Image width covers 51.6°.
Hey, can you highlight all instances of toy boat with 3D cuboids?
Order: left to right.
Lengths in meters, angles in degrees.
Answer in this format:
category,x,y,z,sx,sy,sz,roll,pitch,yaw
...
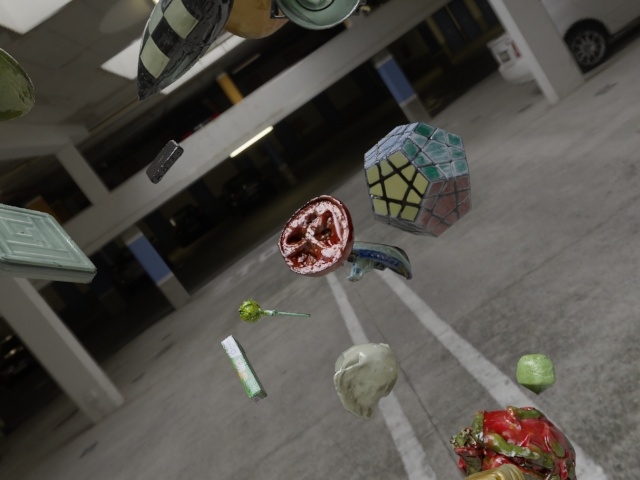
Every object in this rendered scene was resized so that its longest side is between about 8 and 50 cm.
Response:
category,x,y,z,sx,sy,sz,roll,pitch,yaw
toy boat,0.157,0.071,1.960,0.261,0.115,0.114,8,-11,-20

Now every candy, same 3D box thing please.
category,x,y,z,sx,sy,sz,roll,pitch,yaw
candy,-0.119,0.188,1.721,0.193,0.062,0.058,2,30,13

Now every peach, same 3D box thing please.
category,x,y,z,sx,sy,sz,roll,pitch,yaw
peach,-0.182,-0.706,1.761,0.372,0.372,0.290,-13,60,63

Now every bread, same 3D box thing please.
category,x,y,z,sx,sy,sz,roll,pitch,yaw
bread,0.328,0.489,1.286,0.119,0.084,0.177,-25,-22,25

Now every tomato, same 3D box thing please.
category,x,y,z,sx,sy,sz,roll,pitch,yaw
tomato,0.002,-0.001,1.781,0.227,0.101,0.228,-13,62,24

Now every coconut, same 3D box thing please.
category,x,y,z,sx,sy,sz,roll,pitch,yaw
coconut,0.503,0.313,1.544,0.087,0.096,0.088,0,-4,0

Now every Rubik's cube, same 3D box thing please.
category,x,y,z,sx,sy,sz,roll,pitch,yaw
Rubik's cube,0.259,-0.160,1.773,0.319,0.264,0.319,-36,19,15

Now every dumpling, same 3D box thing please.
category,x,y,z,sx,sy,sz,roll,pitch,yaw
dumpling,0.091,0.279,1.308,0.181,0.155,0.111,-12,9,-27

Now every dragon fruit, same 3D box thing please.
category,x,y,z,sx,sy,sz,roll,pitch,yaw
dragon fruit,0.458,0.515,1.569,0.231,0.302,0.237,-50,22,33

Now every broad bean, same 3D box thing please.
category,x,y,z,sx,sy,sz,roll,pitch,yaw
broad bean,-0.679,-0.319,1.264,0.189,0.263,0.121,123,153,-43

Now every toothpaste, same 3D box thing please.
category,x,y,z,sx,sy,sz,roll,pitch,yaw
toothpaste,-0.188,0.314,1.627,0.037,0.043,0.178,-37,55,1

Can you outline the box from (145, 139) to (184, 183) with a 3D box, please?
category,x,y,z,sx,sy,sz,roll,pitch,yaw
box,-0.435,-0.220,1.847,0.126,0.027,0.125,-51,28,1

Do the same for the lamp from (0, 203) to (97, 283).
category,x,y,z,sx,sy,sz,roll,pitch,yaw
lamp,-0.696,0.001,1.561,0.047,0.266,0.269,-57,-30,12

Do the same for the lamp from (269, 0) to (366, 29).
category,x,y,z,sx,sy,sz,roll,pitch,yaw
lamp,-0.002,-0.419,1.110,0.171,0.147,0.227,0,13,-3

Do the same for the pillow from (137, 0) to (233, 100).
category,x,y,z,sx,sy,sz,roll,pitch,yaw
pillow,-0.218,-0.353,1.069,0.250,0.106,0.186,-39,34,38
